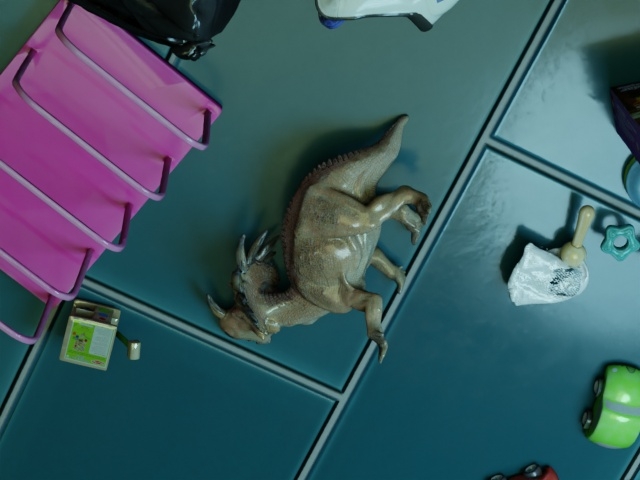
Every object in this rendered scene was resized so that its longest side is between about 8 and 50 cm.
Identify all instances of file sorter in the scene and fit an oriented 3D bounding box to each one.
[{"bbox_3d":[-0.271,-0.069,1.761,0.202,0.182,0.291,39,104,-12],"label":"file sorter"}]

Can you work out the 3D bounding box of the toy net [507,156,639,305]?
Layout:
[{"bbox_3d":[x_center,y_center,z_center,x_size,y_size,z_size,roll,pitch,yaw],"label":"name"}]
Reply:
[{"bbox_3d":[0.308,0.006,1.867,0.232,0.045,0.122,-34,107,12],"label":"toy net"}]

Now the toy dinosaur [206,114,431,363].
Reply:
[{"bbox_3d":[0.000,0.000,1.824,0.200,0.127,0.296,18,102,1],"label":"toy dinosaur"}]

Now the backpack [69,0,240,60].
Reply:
[{"bbox_3d":[-0.235,-0.343,1.643,0.355,0.290,0.273,17,99,1],"label":"backpack"}]

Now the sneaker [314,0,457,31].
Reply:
[{"bbox_3d":[0.026,-0.313,1.714,0.315,0.127,0.182,39,101,-14],"label":"sneaker"}]

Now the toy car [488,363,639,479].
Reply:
[{"bbox_3d":[0.312,0.247,1.938,0.239,0.053,0.225,13,108,-5],"label":"toy car"}]

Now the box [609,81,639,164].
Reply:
[{"bbox_3d":[0.452,-0.138,1.738,0.293,0.201,0.057,-12,108,3],"label":"box"}]

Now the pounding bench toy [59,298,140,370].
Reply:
[{"bbox_3d":[-0.233,0.104,1.879,0.083,0.065,0.052,14,107,-5],"label":"pounding bench toy"}]
